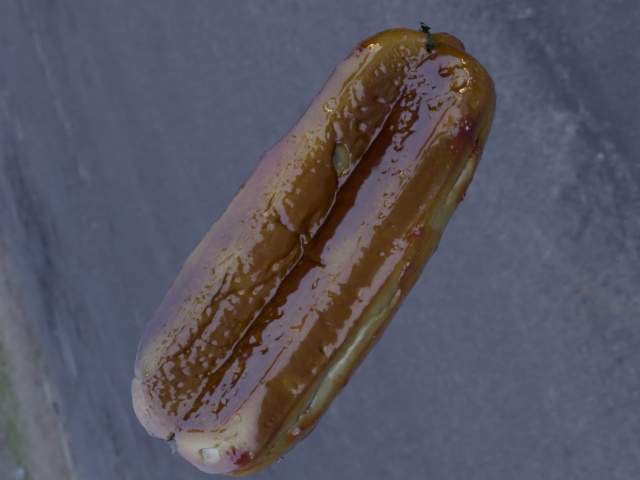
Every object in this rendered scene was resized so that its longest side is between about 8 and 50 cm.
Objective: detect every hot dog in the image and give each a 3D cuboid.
[{"bbox_3d":[0.001,0.000,0.387,0.062,0.144,0.038,30,170,25],"label":"hot dog"}]
